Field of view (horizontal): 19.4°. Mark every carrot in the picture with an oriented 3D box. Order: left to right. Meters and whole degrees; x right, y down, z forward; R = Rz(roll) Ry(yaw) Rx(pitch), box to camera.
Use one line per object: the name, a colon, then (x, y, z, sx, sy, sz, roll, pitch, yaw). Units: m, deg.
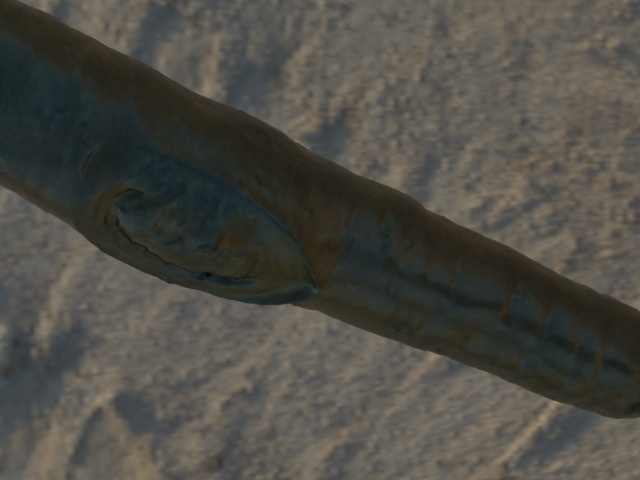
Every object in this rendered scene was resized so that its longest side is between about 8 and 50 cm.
carrot: (0.000, 0.000, 0.685, 0.070, 0.342, 0.070, -57, 18, 29)
